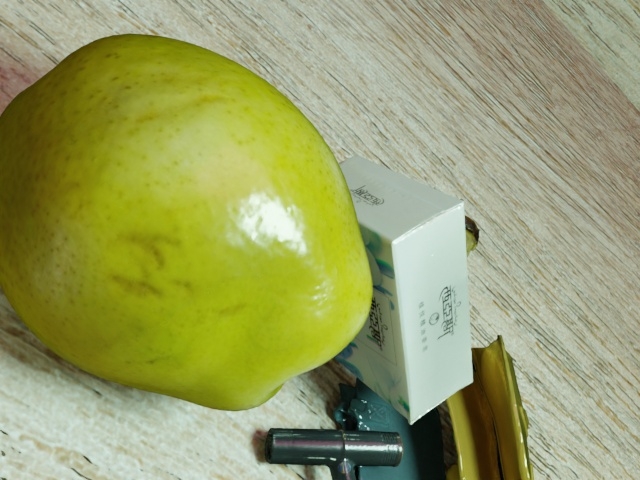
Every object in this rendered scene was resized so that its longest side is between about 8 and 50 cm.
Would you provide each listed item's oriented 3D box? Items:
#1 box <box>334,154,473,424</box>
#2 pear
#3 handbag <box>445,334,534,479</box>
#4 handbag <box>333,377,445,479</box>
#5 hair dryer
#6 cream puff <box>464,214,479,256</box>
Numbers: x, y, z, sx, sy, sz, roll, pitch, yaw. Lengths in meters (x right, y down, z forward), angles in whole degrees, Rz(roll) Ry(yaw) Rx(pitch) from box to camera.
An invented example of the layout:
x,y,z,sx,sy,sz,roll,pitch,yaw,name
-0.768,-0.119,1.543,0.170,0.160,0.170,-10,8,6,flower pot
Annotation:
x,y,z,sx,sy,sz,roll,pitch,yaw,name
0.081,0.057,0.982,0.116,0.203,0.274,-26,126,-26,box
-0.149,-0.015,0.817,0.418,0.362,0.362,46,40,-2,pear
0.256,0.349,1.099,0.283,0.133,0.400,36,42,-62,handbag
0.095,0.311,1.065,0.179,0.062,0.229,25,48,-32,handbag
0.019,0.327,0.945,0.173,0.050,0.194,6,60,-13,hair dryer
0.220,-0.007,1.375,0.104,0.119,0.133,-58,141,-11,cream puff
